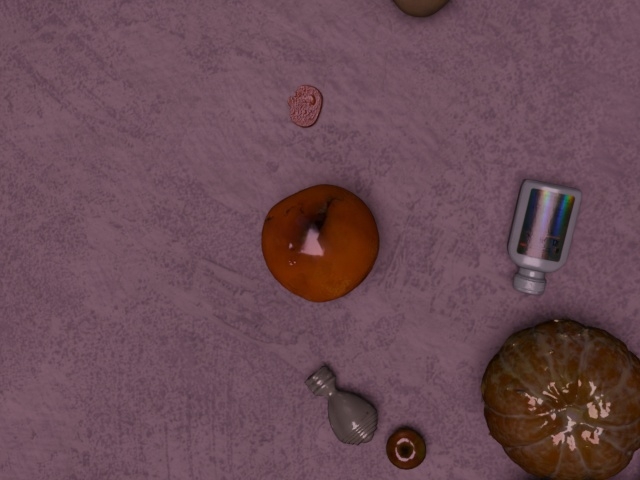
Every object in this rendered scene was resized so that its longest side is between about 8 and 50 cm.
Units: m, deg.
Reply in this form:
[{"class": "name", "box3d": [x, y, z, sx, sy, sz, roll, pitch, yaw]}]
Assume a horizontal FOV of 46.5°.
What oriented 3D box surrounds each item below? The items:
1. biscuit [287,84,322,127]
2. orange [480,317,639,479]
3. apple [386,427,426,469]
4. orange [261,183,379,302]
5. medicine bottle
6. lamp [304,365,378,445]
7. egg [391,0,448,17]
[{"class": "biscuit", "box3d": [-0.036, -0.295, 1.633, 0.078, 0.015, 0.091, 22, 100, 11]}, {"class": "orange", "box3d": [0.484, 0.320, 1.472, 0.329, 0.249, 0.329, 0, 91, 16]}, {"class": "apple", "box3d": [0.189, 0.458, 1.639, 0.089, 0.074, 0.090, 1, 94, 12]}, {"class": "orange", "box3d": [0.000, 0.000, 1.540, 0.246, 0.246, 0.246, 1, 97, 12]}, {"class": "medicine bottle", "box3d": [0.450, -0.005, 1.526, 0.121, 0.083, 0.229, 12, 100, 8]}, {"class": "lamp", "box3d": [0.049, 0.367, 1.651, 0.106, 0.106, 0.193, -43, 77, 13]}, {"class": "egg", "box3d": [0.205, -0.548, 1.478, 0.164, 0.164, 0.202, 10, 101, 11]}]
